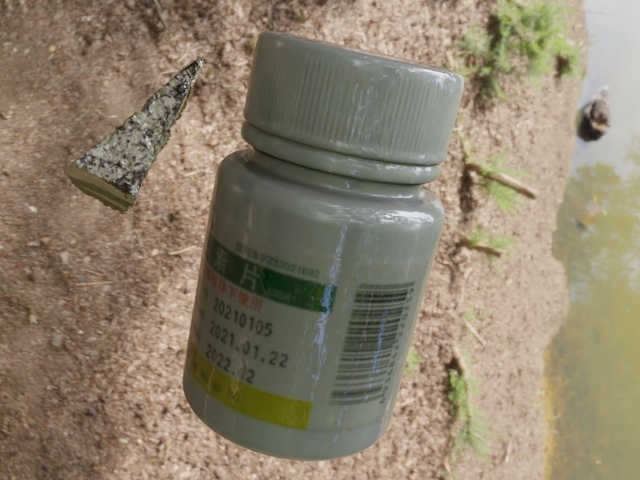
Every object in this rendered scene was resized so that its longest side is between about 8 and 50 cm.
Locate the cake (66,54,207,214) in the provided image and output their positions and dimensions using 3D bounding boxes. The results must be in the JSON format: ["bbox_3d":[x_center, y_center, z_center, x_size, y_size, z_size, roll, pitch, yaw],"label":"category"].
[{"bbox_3d":[-0.126,-0.081,0.523,0.055,0.051,0.140,43,67,-8],"label":"cake"}]

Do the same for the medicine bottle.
[{"bbox_3d":[0.000,0.000,0.616,0.208,0.208,0.340,-3,113,-41],"label":"medicine bottle"}]
